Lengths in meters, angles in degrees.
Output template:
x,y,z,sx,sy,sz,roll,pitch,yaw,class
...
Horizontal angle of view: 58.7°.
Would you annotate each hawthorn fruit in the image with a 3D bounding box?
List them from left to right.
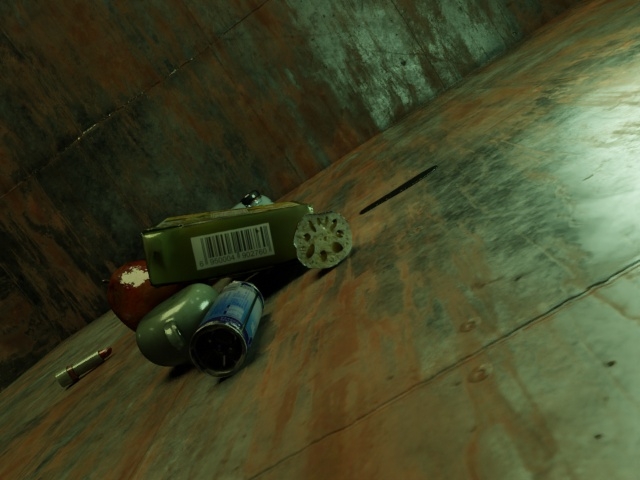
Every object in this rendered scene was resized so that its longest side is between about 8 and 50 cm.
x,y,z,sx,sy,sz,roll,pitch,yaw,class
-0.491,0.150,1.601,0.224,0.260,0.224,-61,-8,-14,hawthorn fruit

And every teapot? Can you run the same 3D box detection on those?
x,y,z,sx,sy,sz,roll,pitch,yaw,class
-0.277,0.179,1.165,0.193,0.129,0.294,-35,12,-5,teapot

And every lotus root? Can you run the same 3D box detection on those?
x,y,z,sx,sy,sz,roll,pitch,yaw,class
0.000,0.003,1.152,0.122,0.112,0.081,-4,-7,-13,lotus root

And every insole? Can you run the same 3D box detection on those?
x,y,z,sx,sy,sz,roll,pitch,yaw,class
0.195,-0.126,1.442,0.232,0.003,0.080,-31,10,17,insole

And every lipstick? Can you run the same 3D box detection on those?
x,y,z,sx,sy,sz,roll,pitch,yaw,class
-0.764,0.407,1.861,0.186,0.057,0.063,-31,9,-12,lipstick

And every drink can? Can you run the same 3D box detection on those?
x,y,z,sx,sy,sz,roll,pitch,yaw,class
-0.159,0.149,1.011,0.097,0.097,0.235,-33,11,7,drink can

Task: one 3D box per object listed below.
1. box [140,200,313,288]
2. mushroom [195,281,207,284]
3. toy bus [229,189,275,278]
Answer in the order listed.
x,y,z,sx,sy,sz,roll,pitch,yaw,class
-0.216,-0.005,1.408,0.372,0.138,0.420,-10,7,-7,box
-0.493,0.107,1.987,0.263,0.195,0.283,-12,39,46,mushroom
-0.242,-0.005,1.764,0.287,0.194,0.232,-41,4,-32,toy bus
